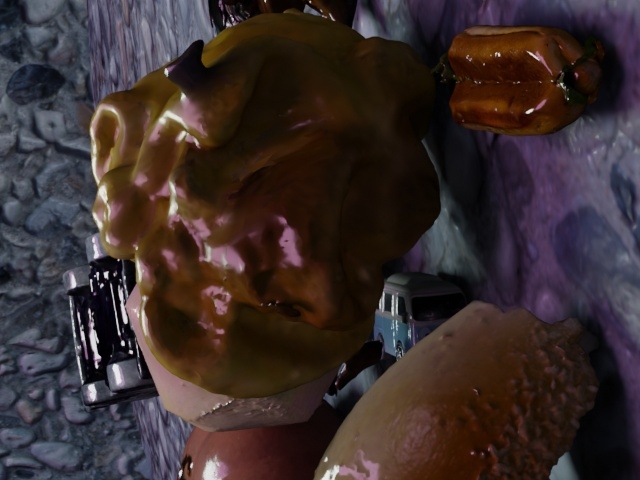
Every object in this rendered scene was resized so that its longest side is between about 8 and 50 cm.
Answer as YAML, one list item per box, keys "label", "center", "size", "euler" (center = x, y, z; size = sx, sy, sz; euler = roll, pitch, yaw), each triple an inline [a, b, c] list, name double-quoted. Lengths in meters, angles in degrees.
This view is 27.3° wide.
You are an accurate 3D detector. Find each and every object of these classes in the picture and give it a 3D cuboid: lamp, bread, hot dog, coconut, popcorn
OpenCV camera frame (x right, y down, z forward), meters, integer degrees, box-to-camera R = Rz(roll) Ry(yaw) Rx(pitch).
- label: "lamp"
  center: [-0.065, 0.305, 1.433]
  size: [0.305, 0.239, 0.305]
  euler: [171, 90, -75]
- label: "bread"
  center: [0.088, 0.201, 0.898]
  size: [0.171, 0.192, 0.314]
  euler: [44, 139, 47]
- label: "hot dog"
  center: [0.129, -0.105, 0.860]
  size: [0.188, 0.055, 0.072]
  euler: [-152, 58, -72]
- label: "coconut"
  center: [-0.070, 0.073, 1.292]
  size: [0.245, 0.233, 0.233]
  euler: [-61, 19, 0]
- label: "popcorn"
  center: [-0.040, -0.057, 1.044]
  size: [0.281, 0.297, 0.316]
  euler: [49, -169, -47]

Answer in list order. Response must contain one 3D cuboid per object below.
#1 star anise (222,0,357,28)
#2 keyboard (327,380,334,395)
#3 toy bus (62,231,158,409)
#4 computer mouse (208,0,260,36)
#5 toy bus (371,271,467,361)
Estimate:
- label: "star anise"
  center: [-0.019, -0.300, 1.229]
  size: [0.272, 0.102, 0.272]
  euler: [22, 121, 42]
- label: "keyboard"
  center: [-0.011, 0.003, 1.444]
  size: [0.103, 0.041, 0.381]
  euler: [38, 135, 42]
- label: "toy bus"
  center: [-0.212, 0.106, 1.847]
  size: [0.440, 0.249, 0.209]
  euler: [145, 115, -67]
- label: "computer mouse"
  center: [-0.090, -0.272, 1.522]
  size: [0.146, 0.077, 0.242]
  euler: [110, 148, -56]
- label: "toy bus"
  center: [0.084, 0.066, 1.108]
  size: [0.123, 0.060, 0.075]
  euler: [-170, 76, -76]
